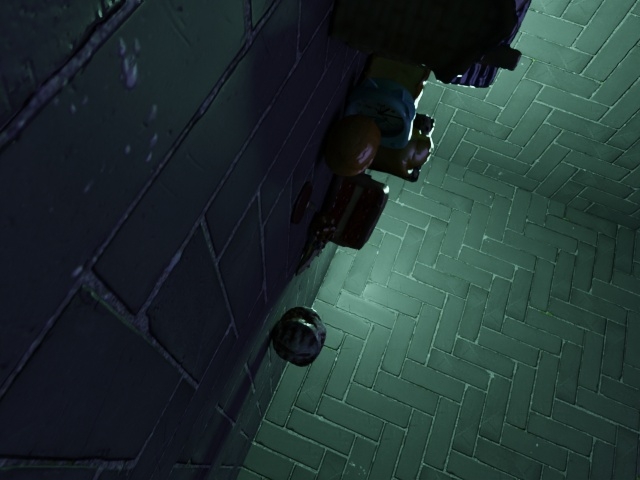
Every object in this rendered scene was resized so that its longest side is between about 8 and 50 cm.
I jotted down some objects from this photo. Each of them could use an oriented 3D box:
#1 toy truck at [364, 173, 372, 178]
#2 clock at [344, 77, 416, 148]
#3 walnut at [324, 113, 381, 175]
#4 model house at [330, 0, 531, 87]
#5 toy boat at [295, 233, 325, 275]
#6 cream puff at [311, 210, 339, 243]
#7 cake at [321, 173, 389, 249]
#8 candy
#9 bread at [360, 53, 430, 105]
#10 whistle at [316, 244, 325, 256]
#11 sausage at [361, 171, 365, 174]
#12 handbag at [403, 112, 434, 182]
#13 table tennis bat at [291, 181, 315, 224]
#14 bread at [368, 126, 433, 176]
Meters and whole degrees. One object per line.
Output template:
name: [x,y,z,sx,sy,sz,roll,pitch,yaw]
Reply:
toy truck: [0.206,-0.295,2.574,0.208,0.113,0.126,101,13,-58]
clock: [0.193,-0.409,1.439,0.274,0.224,0.094,95,17,-68]
walnut: [0.093,-0.281,1.362,0.206,0.159,0.159,-58,171,-22]
model house: [0.286,-0.538,0.975,0.445,0.400,0.394,-58,171,-58]
toy boat: [-0.045,0.058,1.840,0.210,0.066,0.084,-57,164,11]
cream puff: [0.020,-0.053,1.755,0.094,0.122,0.116,-31,162,19]
cake: [0.134,-0.131,1.929,0.308,0.237,0.230,-68,172,18]
candy: [-0.091,0.406,1.919,0.157,0.215,0.289,-56,165,-49]
bread: [0.263,-0.562,1.605,0.279,0.207,0.278,-12,125,-81]
whistle: [0.031,-0.044,2.134,0.257,0.067,0.126,-63,160,-10]
sausage: [0.134,-0.225,2.278,0.094,0.094,0.418,-85,-170,-52]
handbag: [0.369,-0.488,2.277,0.163,0.326,0.326,-3,114,-64]
table tennis bat: [-0.045,-0.110,1.381,0.234,0.022,0.130,-14,125,-81]
bread: [0.301,-0.389,1.965,0.300,0.342,0.210,-68,170,-63]
